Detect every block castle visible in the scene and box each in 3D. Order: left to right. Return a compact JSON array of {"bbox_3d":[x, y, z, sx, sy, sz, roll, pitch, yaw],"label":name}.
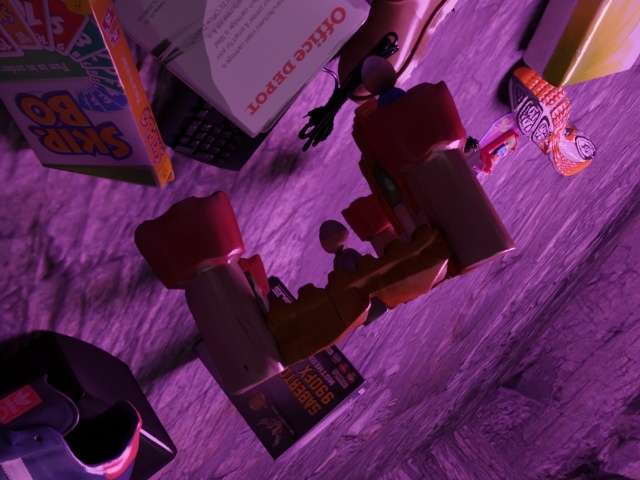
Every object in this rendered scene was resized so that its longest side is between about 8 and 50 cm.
[{"bbox_3d":[0.000,0.000,0.765,0.303,0.212,0.453,-27,172,-4],"label":"block castle"}]

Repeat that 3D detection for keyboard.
[{"bbox_3d":[-0.018,-0.181,0.725,0.202,0.033,0.317,9,138,-39],"label":"keyboard"}]

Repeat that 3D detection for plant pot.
[{"bbox_3d":[-0.325,0.226,0.873,0.187,0.188,0.167,-36,138,-12],"label":"plant pot"}]

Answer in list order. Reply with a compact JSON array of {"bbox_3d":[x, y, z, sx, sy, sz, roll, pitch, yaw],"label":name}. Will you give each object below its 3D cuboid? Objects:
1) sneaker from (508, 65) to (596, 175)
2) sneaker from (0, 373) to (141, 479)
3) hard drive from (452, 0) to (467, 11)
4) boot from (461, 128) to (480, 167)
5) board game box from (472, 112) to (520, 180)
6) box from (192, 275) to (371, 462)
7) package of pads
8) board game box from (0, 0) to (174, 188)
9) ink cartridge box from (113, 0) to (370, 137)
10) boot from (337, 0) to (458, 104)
[{"bbox_3d":[0.394,-0.225,1.264,0.099,0.121,0.262,-38,130,11],"label":"sneaker"},{"bbox_3d":[-0.326,0.199,0.669,0.350,0.131,0.148,17,101,-52],"label":"sneaker"},{"bbox_3d":[0.206,-0.365,0.880,0.135,0.022,0.094,-43,153,0],"label":"hard drive"},{"bbox_3d":[0.227,-0.157,1.168,0.137,0.077,0.198,-36,166,-22],"label":"boot"},{"bbox_3d":[0.337,-0.164,1.330,0.133,0.033,0.168,-1,132,-52],"label":"board game box"},{"bbox_3d":[-0.063,0.200,1.106,0.183,0.231,0.056,-40,156,-4],"label":"box"},{"bbox_3d":[0.469,-0.397,1.097,0.229,0.101,0.296,-19,144,-36],"label":"package of pads"},{"bbox_3d":[-0.205,-0.123,0.574,0.259,0.124,0.039,85,18,-62],"label":"board game box"},{"bbox_3d":[-0.084,-0.206,0.562,0.148,0.086,0.203,-46,124,8],"label":"ink cartridge box"},{"bbox_3d":[0.034,-0.279,0.722,0.269,0.089,0.236,12,118,-54],"label":"boot"}]
